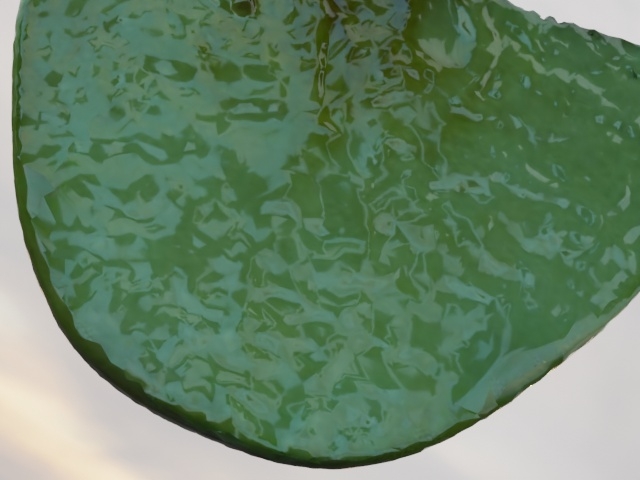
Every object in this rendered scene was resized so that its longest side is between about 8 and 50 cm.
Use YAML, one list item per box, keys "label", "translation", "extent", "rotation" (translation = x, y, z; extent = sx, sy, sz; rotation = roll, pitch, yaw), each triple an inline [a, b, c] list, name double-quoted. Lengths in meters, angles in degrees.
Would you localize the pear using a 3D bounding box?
- label: "pear"
  translation: [-0.004, 0.001, 0.738]
  extent: [0.288, 0.239, 0.139]
  rotation: [18, -37, -3]
